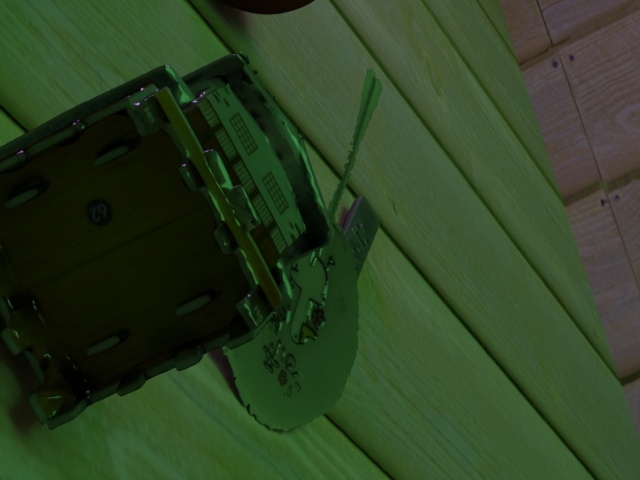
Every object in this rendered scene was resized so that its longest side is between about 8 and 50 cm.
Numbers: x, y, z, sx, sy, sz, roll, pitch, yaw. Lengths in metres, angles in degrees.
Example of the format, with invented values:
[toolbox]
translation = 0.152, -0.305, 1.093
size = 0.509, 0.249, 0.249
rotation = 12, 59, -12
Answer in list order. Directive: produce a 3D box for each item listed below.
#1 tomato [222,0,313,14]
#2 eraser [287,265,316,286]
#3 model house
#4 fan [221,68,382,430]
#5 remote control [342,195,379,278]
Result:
[tomato]
translation = -0.062, -0.384, 1.938
size = 0.208, 0.184, 0.208
rotation = 56, 18, -28
[eraser]
translation = -0.066, -0.036, 1.633
size = 0.158, 0.069, 0.226
rotation = 40, 29, -57
[model house]
translation = -0.131, -0.010, 1.140
size = 0.198, 0.224, 0.215
rotation = 61, 18, -10
[fan]
translation = -0.001, 0.000, 1.578
size = 0.233, 0.012, 0.414
rotation = 52, 47, -42
[remote control]
translation = 0.040, 0.001, 1.971
size = 0.050, 0.027, 0.184
rotation = 58, 23, -16
